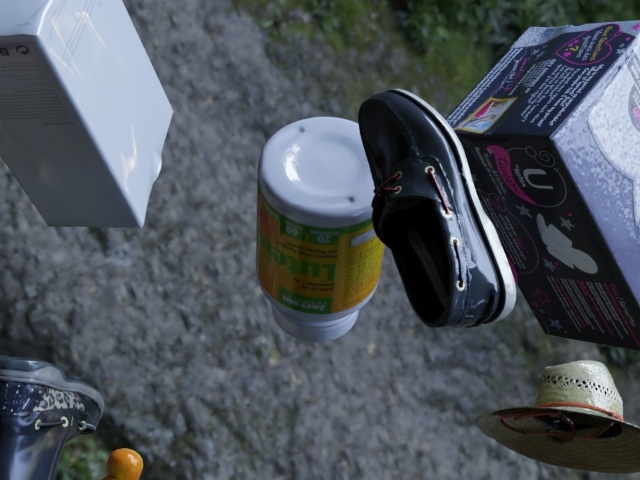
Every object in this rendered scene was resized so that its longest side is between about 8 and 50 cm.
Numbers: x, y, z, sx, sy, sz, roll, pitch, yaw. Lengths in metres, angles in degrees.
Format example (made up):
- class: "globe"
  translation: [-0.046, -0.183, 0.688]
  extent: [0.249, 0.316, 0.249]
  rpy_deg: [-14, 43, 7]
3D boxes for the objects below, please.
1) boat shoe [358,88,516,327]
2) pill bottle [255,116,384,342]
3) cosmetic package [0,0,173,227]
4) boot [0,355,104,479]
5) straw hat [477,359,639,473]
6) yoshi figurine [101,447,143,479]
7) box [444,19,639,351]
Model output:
- class: "boat shoe"
  translation: [0.047, -0.018, 0.573]
  extent: [0.049, 0.042, 0.133]
  rpy_deg: [-51, -127, 47]
- class: "pill bottle"
  translation: [0.000, 0.000, 1.262]
  extent: [0.245, 0.136, 0.136]
  rpy_deg: [95, -16, -52]
- class: "cosmetic package"
  translation: [-0.331, -0.206, 1.546]
  extent: [0.385, 0.156, 0.217]
  rpy_deg: [74, 22, -52]
- class: "boot"
  translation: [-0.287, 0.222, 1.197]
  extent: [0.236, 0.085, 0.178]
  rpy_deg: [72, 22, -71]
- class: "straw hat"
  translation: [0.191, 0.121, 0.886]
  extent: [0.144, 0.144, 0.061]
  rpy_deg: [56, 41, -56]
- class: "yoshi figurine"
  translation: [-0.347, 0.469, 1.910]
  extent: [0.362, 0.204, 0.203]
  rpy_deg: [-48, 122, -59]
- class: "box"
  translation: [0.242, -0.046, 1.041]
  extent: [0.142, 0.163, 0.247]
  rpy_deg: [9, -40, 51]
